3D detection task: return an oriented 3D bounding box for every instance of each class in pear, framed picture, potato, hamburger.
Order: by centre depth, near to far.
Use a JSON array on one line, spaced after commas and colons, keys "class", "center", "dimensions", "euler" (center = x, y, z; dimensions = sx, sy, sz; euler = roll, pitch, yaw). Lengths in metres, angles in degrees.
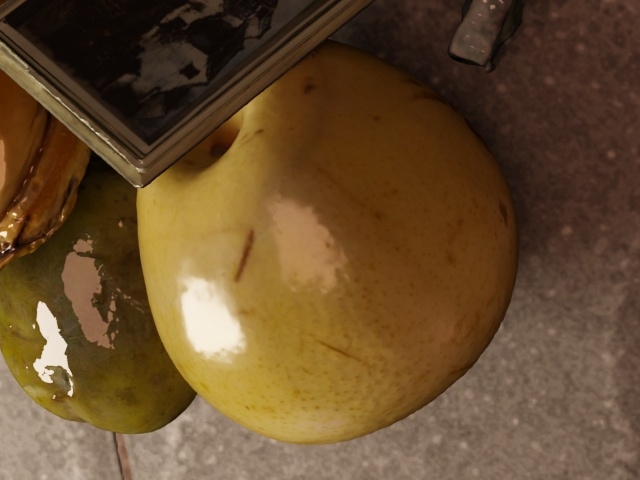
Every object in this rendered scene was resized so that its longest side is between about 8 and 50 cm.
[{"class": "framed picture", "center": [-0.096, -0.192, 1.500], "dimensions": [0.296, 0.019, 0.232], "euler": [-41, 56, -15]}, {"class": "pear", "center": [0.000, 0.000, 1.542], "dimensions": [0.309, 0.309, 0.309], "euler": [3, 102, 12]}, {"class": "hamburger", "center": [-0.320, -0.071, 1.619], "dimensions": [0.319, 0.158, 0.318], "euler": [-21, 54, 33]}, {"class": "potato", "center": [-0.188, 0.047, 1.684], "dimensions": [0.197, 0.148, 0.228], "euler": [8, 101, -1]}]

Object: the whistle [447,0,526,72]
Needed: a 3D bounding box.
[{"class": "whistle", "center": [0.171, -0.334, 1.509], "dimensions": [0.188, 0.168, 0.404], "euler": [-4, 106, 15]}]
